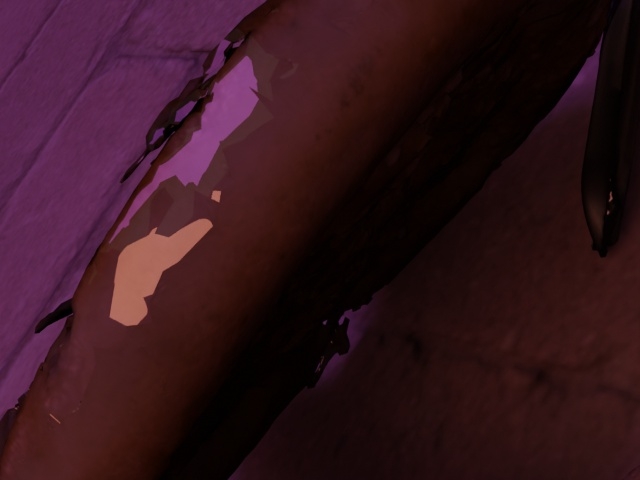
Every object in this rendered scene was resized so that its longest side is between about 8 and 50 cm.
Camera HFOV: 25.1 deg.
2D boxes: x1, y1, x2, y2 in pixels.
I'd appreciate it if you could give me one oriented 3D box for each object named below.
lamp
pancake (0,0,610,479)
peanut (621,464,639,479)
[{"bbox_3d":[0.194,-0.113,0.546,0.283,0.124,0.203,-16,55,46],"label":"lamp"},{"bbox_3d":[-0.001,-0.001,0.554,0.382,0.071,0.382,-50,-8,-9],"label":"pancake"},{"bbox_3d":[0.118,0.181,0.318,0.149,0.149,0.313,-32,43,27],"label":"peanut"}]
